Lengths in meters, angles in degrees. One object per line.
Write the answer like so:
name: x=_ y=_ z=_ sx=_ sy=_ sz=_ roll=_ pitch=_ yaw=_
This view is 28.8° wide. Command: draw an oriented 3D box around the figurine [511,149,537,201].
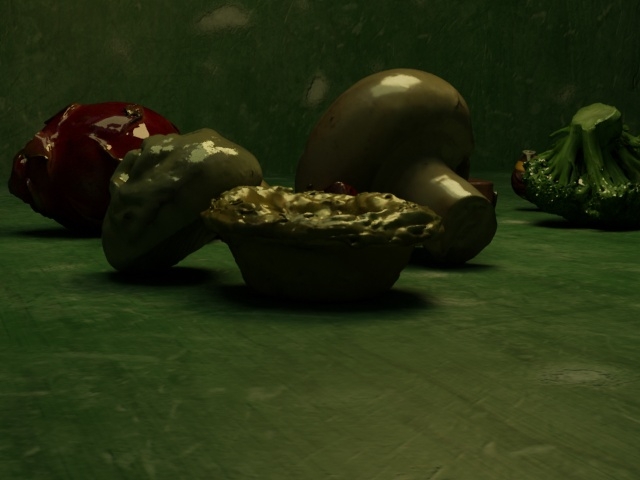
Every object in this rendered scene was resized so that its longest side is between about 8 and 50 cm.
figurine: x=0.511 y=-0.117 z=2.554 sx=0.240 sy=0.116 sz=0.175 roll=7 pitch=9 yaw=5

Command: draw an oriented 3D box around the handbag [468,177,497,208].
handbag: x=0.267 y=-0.087 z=2.475 sx=0.151 sy=0.072 sz=0.193 roll=-1 pitch=4 yaw=-9

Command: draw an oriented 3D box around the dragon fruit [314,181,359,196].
dragon fruit: x=0.000 y=0.000 z=1.617 sx=0.147 sy=0.096 sz=0.102 roll=-31 pitch=-21 yaw=27

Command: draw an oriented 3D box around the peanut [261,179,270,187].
peanut: x=-0.186 y=-0.058 z=1.976 sx=0.136 sy=0.120 sz=0.298 roll=34 pitch=24 yaw=33

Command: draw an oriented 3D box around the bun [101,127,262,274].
bun: x=-0.186 y=-0.057 z=1.543 sx=0.231 sy=0.133 sz=0.231 roll=-33 pitch=-7 yaw=-4

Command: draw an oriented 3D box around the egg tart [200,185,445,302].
egg tart: x=0.003 y=0.002 z=1.394 sx=0.288 sy=0.118 sz=0.288 roll=1 pitch=4 yaw=0

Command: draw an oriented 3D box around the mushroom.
mushroom: x=0.125 y=-0.074 z=1.740 sx=0.292 sy=0.293 sz=0.290 roll=-6 pitch=41 yaw=-44

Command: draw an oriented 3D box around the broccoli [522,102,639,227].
broccoli: x=0.493 y=-0.130 z=2.230 sx=0.269 sy=0.242 sz=0.261 roll=-32 pitch=38 yaw=-17

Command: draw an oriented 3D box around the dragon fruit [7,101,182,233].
dragon fruit: x=-0.349 y=-0.122 z=2.074 sx=0.315 sy=0.250 sz=0.250 roll=15 pitch=9 yaw=9
